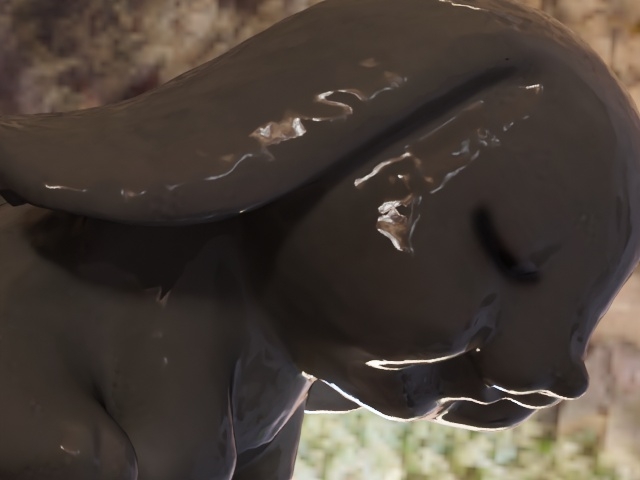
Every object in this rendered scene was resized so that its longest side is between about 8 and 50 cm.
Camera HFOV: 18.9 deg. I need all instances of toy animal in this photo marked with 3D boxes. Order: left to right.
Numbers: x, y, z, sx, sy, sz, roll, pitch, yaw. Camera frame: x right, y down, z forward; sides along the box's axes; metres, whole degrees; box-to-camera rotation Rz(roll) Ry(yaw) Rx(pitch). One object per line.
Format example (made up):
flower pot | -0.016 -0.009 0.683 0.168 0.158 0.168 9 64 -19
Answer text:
toy animal | 0.000 0.000 0.758 0.272 0.265 0.206 39 -155 -59
